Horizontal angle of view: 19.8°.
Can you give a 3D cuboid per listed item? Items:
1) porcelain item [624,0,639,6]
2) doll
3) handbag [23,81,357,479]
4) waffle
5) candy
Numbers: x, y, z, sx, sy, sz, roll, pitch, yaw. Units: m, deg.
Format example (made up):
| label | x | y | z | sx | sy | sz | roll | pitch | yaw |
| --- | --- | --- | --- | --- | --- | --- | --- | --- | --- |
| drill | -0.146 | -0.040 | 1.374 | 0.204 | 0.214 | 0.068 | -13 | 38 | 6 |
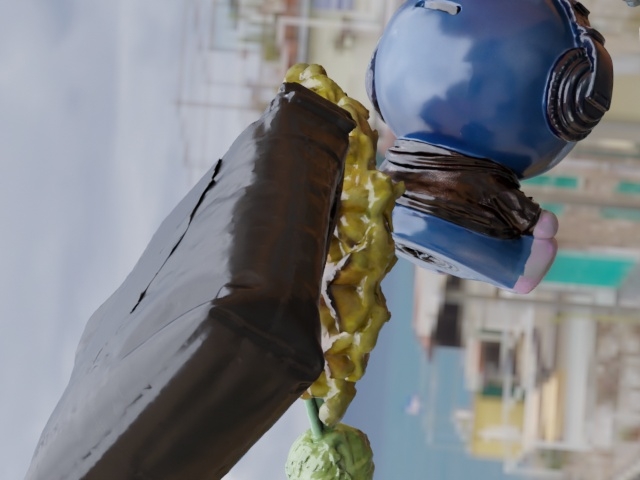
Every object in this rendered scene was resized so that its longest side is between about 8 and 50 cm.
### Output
| label | x | y | z | sx | sy | sz | roll | pitch | yaw |
| --- | --- | --- | --- | --- | --- | --- | --- | --- | --- |
| porcelain item | 0.296 | -0.230 | 1.690 | 0.036 | 0.083 | 0.028 | -24 | 52 | 38 |
| doll | 0.158 | -0.126 | 1.871 | 0.240 | 0.284 | 0.310 | 27 | -98 | -48 |
| handbag | -0.080 | 0.048 | 1.000 | 0.247 | 0.080 | 0.223 | -47 | 21 | 32 |
| waffle | 0.000 | 0.000 | 1.290 | 0.243 | 0.058 | 0.238 | -122 | 31 | -65 |
| candy | -0.016 | 0.129 | 1.846 | 0.092 | 0.093 | 0.336 | -81 | -21 | -66 |
